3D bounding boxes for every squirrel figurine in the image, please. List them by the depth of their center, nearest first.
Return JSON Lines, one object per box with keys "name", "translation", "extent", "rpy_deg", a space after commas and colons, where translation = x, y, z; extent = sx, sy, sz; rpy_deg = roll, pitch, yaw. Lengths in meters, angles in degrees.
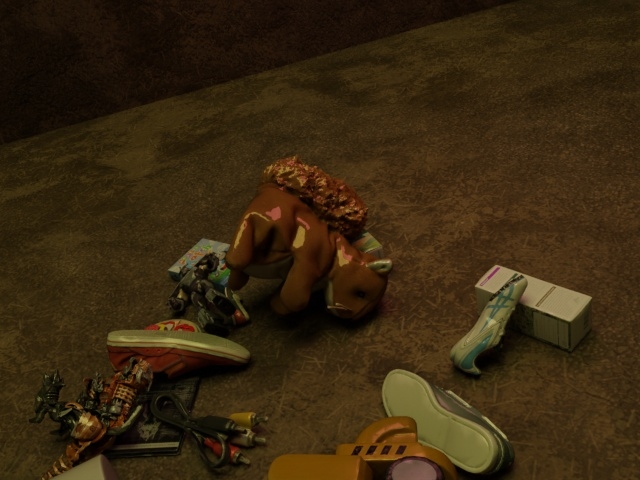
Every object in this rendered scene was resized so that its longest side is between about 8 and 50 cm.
{"name": "squirrel figurine", "translation": [0.000, 0.000, 1.723], "extent": [0.370, 0.281, 0.397], "rpy_deg": [19, 67, 0]}

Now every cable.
{"name": "cable", "translation": [-0.251, 0.403, 1.505], "extent": [0.287, 0.072, 0.139], "rpy_deg": [3, 51, 32]}

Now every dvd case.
{"name": "dvd case", "translation": [-0.367, 0.387, 1.595], "extent": [0.164, 0.018, 0.221], "rpy_deg": [-6, 34, 10]}

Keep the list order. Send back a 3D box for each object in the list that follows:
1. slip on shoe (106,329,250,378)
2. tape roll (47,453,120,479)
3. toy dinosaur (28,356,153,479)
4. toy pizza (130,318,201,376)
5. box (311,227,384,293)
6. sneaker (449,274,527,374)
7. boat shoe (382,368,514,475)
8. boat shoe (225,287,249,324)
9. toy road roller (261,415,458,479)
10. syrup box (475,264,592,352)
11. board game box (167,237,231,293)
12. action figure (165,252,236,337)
{"name": "slip on shoe", "translation": [-0.330, 0.269, 1.668], "extent": [0.331, 0.101, 0.123], "rpy_deg": [3, 3, -5]}
{"name": "tape roll", "translation": [-0.405, 0.515, 1.223], "extent": [0.169, 0.246, 0.246], "rpy_deg": [-23, 35, -15]}
{"name": "toy dinosaur", "translation": [-0.499, 0.379, 1.526], "extent": [0.218, 0.164, 0.322], "rpy_deg": [17, 40, 33]}
{"name": "toy pizza", "translation": [-0.394, 0.258, 1.778], "extent": [0.201, 0.032, 0.201], "rpy_deg": [-9, 34, 6]}
{"name": "box", "translation": [0.001, 0.006, 1.979], "extent": [0.232, 0.058, 0.322], "rpy_deg": [-24, 37, -14]}
{"name": "sneaker", "translation": [0.368, 0.178, 1.511], "extent": [0.086, 0.085, 0.237], "rpy_deg": [36, 93, 16]}
{"name": "boat shoe", "translation": [0.240, 0.351, 1.391], "extent": [0.099, 0.116, 0.319], "rpy_deg": [17, 6, -37]}
{"name": "boat shoe", "translation": [-0.216, 0.165, 1.836], "extent": [0.043, 0.049, 0.137], "rpy_deg": [-16, 36, -9]}
{"name": "toy road roller", "translation": [0.072, 0.429, 1.229], "extent": [0.329, 0.203, 0.240], "rpy_deg": [-3, 23, 8]}
{"name": "syrup box", "translation": [0.465, 0.145, 1.578], "extent": [0.237, 0.093, 0.096], "rpy_deg": [22, 48, 41]}
{"name": "board game box", "translation": [-0.298, 0.069, 2.012], "extent": [0.211, 0.039, 0.160], "rpy_deg": [11, 41, 33]}
{"name": "action figure", "translation": [-0.309, 0.128, 1.844], "extent": [0.185, 0.099, 0.285], "rpy_deg": [-58, 39, 6]}
